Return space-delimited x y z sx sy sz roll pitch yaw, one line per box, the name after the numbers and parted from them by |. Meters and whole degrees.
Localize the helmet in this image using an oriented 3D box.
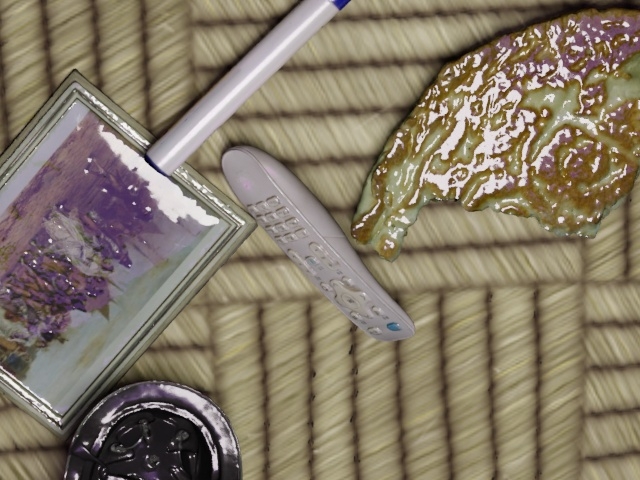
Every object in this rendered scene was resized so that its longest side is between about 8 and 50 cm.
-0.149 0.212 1.559 0.153 0.107 0.176 17 83 -4 | helmet

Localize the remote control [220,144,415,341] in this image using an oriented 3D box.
0.000 0.000 1.537 0.229 0.073 0.044 46 61 -14 | remote control

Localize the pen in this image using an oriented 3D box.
-0.046 -0.154 1.501 0.269 0.033 0.033 -44 102 4 | pen

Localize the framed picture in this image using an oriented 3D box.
-0.219 0.019 1.549 0.217 0.017 0.274 38 99 -12 | framed picture

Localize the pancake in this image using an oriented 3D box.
0.195 -0.091 1.531 0.377 0.054 0.197 -22 103 4 | pancake
